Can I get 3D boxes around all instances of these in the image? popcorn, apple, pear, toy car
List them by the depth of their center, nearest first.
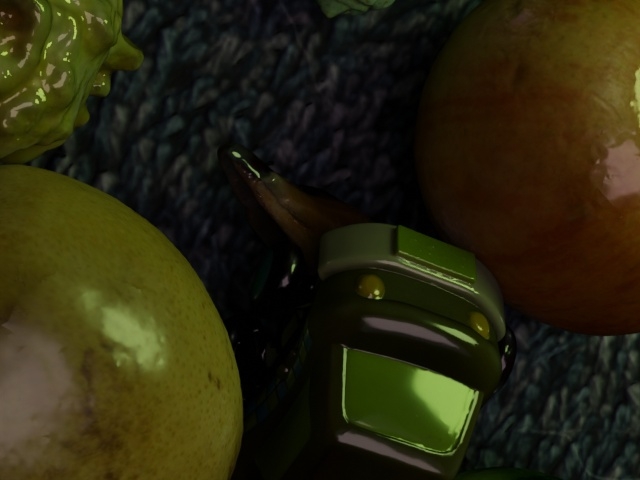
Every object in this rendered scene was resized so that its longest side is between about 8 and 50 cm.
[{"bbox_3d":[-0.202,0.105,1.015,0.314,0.314,0.314,-3,100,-20],"label":"pear"},{"bbox_3d":[-0.233,-0.155,1.022,0.235,0.181,0.217,-8,101,-19],"label":"popcorn"},{"bbox_3d":[0.025,0.132,1.103,0.204,0.198,0.248,21,130,-14],"label":"toy car"},{"bbox_3d":[0.212,-0.070,1.160,0.286,0.233,0.286,-1,92,-35],"label":"apple"}]

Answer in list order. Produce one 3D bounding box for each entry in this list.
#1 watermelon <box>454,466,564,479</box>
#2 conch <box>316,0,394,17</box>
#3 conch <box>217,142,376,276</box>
[{"bbox_3d":[0.139,0.295,1.202,0.242,0.242,0.242,-3,100,-20],"label":"watermelon"},{"bbox_3d":[0.030,-0.247,1.168,0.105,0.079,0.170,33,71,-28],"label":"conch"},{"bbox_3d":[0.003,-0.002,1.185,0.080,0.086,0.233,-45,113,-20],"label":"conch"}]
